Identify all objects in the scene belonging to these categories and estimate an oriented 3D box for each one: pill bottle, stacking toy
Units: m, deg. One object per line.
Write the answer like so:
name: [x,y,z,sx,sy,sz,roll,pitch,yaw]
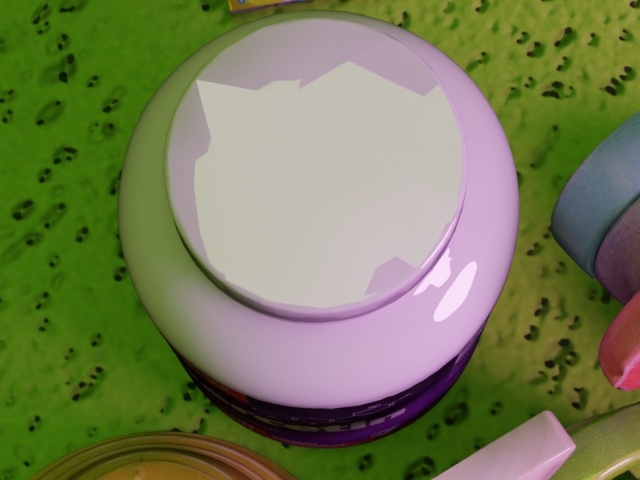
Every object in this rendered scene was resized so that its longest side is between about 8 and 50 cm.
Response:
pill bottle: [0.000,0.000,0.915,0.181,0.323,0.182,0,79,1]
stacking toy: [0.149,0.035,0.941,0.279,0.309,0.130,-37,67,7]

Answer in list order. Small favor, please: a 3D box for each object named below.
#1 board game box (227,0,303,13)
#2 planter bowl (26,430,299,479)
board game box: [-0.015,-0.216,1.089,0.103,0.026,0.154,-10,94,-1]
planter bowl: [-0.085,0.176,0.964,0.217,0.090,0.217,1,58,-1]
